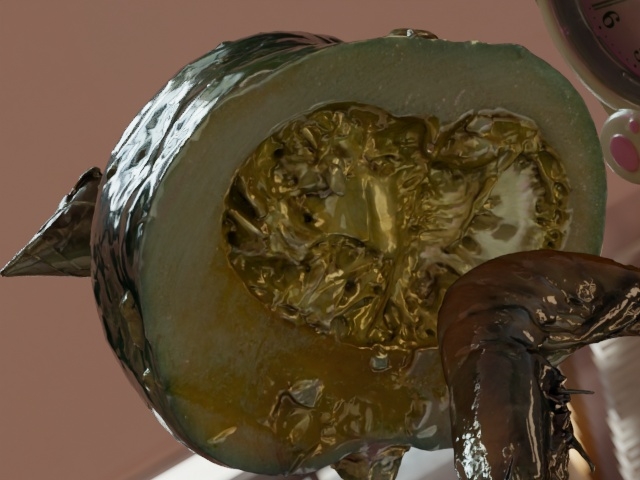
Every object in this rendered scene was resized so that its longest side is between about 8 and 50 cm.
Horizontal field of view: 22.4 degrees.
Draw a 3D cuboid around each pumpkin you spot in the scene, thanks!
[{"bbox_3d":[0.000,0.000,0.984,0.197,0.293,0.263,-158,69,-65],"label":"pumpkin"}]

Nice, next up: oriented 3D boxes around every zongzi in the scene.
[{"bbox_3d":[-0.151,0.012,1.151,0.109,0.119,0.055,25,137,12],"label":"zongzi"}]

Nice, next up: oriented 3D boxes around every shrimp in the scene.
[{"bbox_3d":[0.156,0.084,0.776,0.262,0.198,0.051,-85,-5,-55],"label":"shrimp"}]

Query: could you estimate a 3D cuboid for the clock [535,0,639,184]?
[{"bbox_3d":[0.283,-0.214,1.293,0.284,0.114,0.309,59,153,5],"label":"clock"}]
